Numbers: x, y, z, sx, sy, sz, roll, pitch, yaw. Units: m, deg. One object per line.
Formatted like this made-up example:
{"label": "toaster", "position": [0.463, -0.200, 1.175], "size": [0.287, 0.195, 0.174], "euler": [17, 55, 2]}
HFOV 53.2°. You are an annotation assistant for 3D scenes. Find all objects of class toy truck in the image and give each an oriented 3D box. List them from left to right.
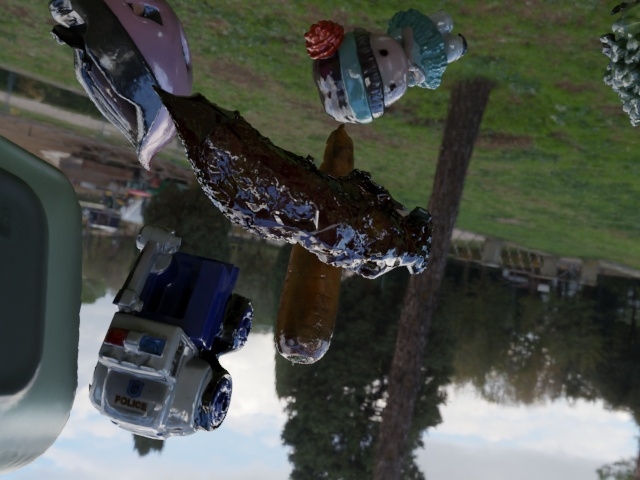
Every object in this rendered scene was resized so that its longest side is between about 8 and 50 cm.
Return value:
{"label": "toy truck", "position": [-0.174, 0.105, 0.715], "size": [0.161, 0.213, 0.177], "euler": [12, 156, 7]}

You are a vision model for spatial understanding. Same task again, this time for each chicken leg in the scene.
{"label": "chicken leg", "position": [-0.008, -0.030, 0.442], "size": [0.234, 0.063, 0.105], "euler": [22, -159, -38]}

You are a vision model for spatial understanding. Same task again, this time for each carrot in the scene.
{"label": "carrot", "position": [0.000, 0.000, 0.625], "size": [0.059, 0.248, 0.059], "euler": [9, 162, 3]}

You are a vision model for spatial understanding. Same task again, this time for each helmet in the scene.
{"label": "helmet", "position": [-0.242, -0.230, 0.840], "size": [0.198, 0.154, 0.253], "euler": [48, 172, 24]}

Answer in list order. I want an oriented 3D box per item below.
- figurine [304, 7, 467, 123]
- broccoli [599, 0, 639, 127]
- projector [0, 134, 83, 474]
{"label": "figurine", "position": [0.087, -0.246, 0.851], "size": [0.245, 0.138, 0.110], "euler": [-33, -170, -34]}
{"label": "broccoli", "position": [0.447, -0.133, 0.619], "size": [0.272, 0.334, 0.324], "euler": [-31, 141, 4]}
{"label": "projector", "position": [-0.324, 0.031, 0.390], "size": [0.248, 0.248, 0.249], "euler": [-6, 166, 9]}
